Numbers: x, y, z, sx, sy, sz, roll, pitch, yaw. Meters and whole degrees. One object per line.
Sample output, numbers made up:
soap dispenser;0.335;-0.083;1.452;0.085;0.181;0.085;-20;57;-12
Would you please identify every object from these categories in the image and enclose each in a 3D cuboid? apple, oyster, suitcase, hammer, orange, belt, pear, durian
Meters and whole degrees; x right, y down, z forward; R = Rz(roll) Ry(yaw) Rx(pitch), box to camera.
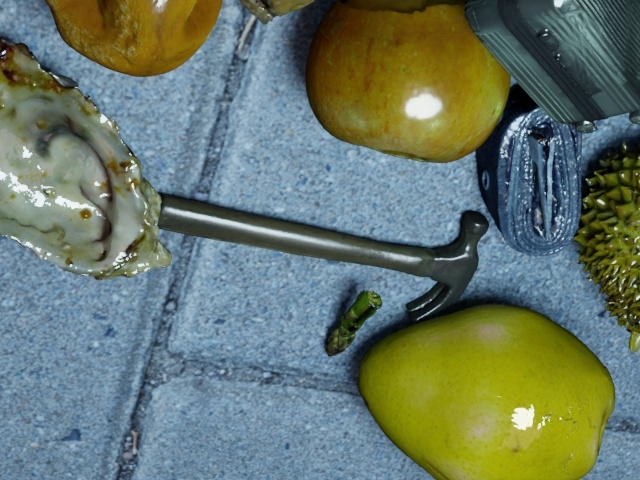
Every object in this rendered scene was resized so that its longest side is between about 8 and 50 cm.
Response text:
apple;0.105;-0.200;1.331;0.237;0.237;0.207;10;92;-15
oyster;-0.313;-0.096;1.383;0.361;0.096;0.221;27;106;-22
suitcase;0.273;-0.260;1.277;0.128;0.202;0.312;-6;157;32
hammer;0.000;0.000;1.523;0.440;0.044;0.168;12;115;-16
orange;-0.206;-0.307;1.229;0.249;0.183;0.249;26;141;23
belt;0.272;-0.082;1.472;0.122;0.128;0.218;-10;120;-5
pear;0.228;0.212;1.577;0.336;0.285;0.284;34;114;15
durian;0.459;0.001;1.504;0.258;0.258;0.292;-21;125;2

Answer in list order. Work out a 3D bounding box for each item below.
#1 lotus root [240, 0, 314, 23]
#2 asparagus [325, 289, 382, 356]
lotus root;0.004;-0.375;1.256;0.146;0.131;0.303;17;118;-44
asparagus;0.041;0.117;1.576;0.036;0.030;0.165;6;145;-18
